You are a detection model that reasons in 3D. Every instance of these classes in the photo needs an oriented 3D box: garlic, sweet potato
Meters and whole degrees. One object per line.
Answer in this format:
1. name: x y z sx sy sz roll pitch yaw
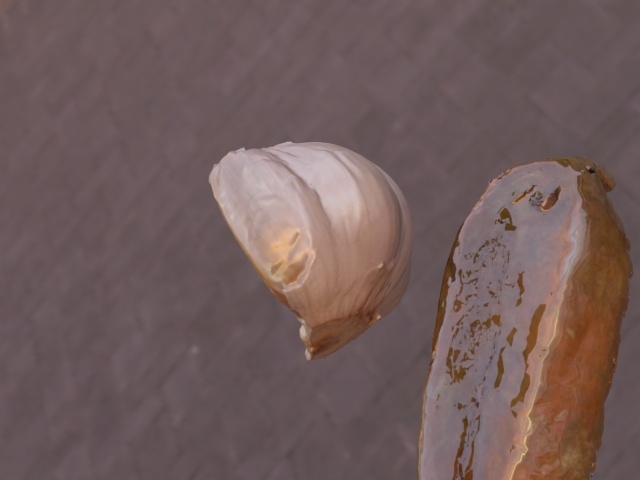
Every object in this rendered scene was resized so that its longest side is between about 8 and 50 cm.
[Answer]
1. garlic: 0.002 -0.005 0.816 0.074 0.113 0.094 -23 72 19
2. sweet potato: 0.069 0.098 0.693 0.075 0.075 0.273 -13 67 57
